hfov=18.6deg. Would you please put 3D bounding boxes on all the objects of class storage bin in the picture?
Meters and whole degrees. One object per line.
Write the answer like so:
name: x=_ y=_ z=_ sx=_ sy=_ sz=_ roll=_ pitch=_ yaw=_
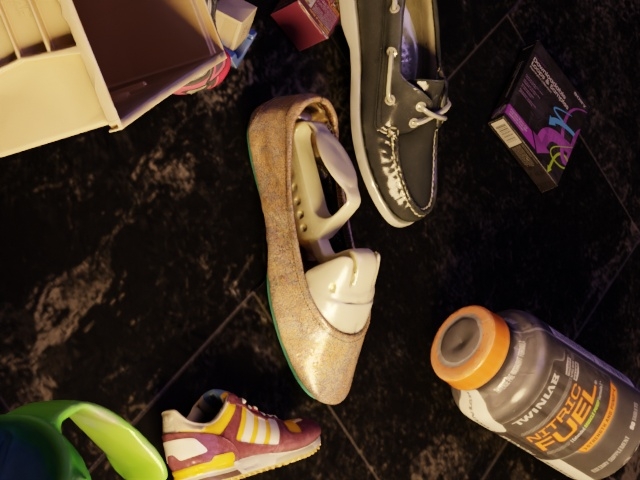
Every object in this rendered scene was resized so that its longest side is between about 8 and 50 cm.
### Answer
storage bin: x=-0.211 y=-0.223 z=1.556 sx=0.262 sy=0.123 sz=0.260 roll=-48 pitch=120 yaw=-67

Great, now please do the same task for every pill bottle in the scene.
pill bottle: x=0.228 y=0.157 z=2.095 sx=0.246 sy=0.130 sz=0.130 roll=32 pitch=51 yaw=-35

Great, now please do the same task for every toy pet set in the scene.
toy pet set: x=-0.120 y=-0.226 z=1.952 sx=0.114 sy=0.065 sz=0.122 roll=28 pitch=39 yaw=7

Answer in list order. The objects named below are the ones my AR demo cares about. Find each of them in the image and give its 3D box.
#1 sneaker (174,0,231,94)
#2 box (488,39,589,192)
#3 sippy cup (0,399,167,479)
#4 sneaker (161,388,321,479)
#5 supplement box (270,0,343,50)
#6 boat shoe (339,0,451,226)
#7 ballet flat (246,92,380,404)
sneaker: x=-0.160 y=-0.275 z=1.854 sx=0.112 sy=0.121 sz=0.299 roll=5 pitch=71 yaw=-36
box: x=0.266 y=-0.152 z=2.367 sx=0.116 sy=0.029 sz=0.162 roll=49 pitch=41 yaw=-21
sippy cup: x=-0.219 y=0.287 z=1.460 sx=0.224 sy=0.305 sz=0.240 roll=53 pitch=-4 yaw=-33
sneaker: x=-0.069 y=0.171 z=1.792 sx=0.185 sy=0.069 sz=0.084 roll=-13 pitch=88 yaw=-52
supplement box: x=-0.009 y=-0.250 z=2.085 sx=0.055 sy=0.043 sz=0.083 roll=52 pitch=41 yaw=-21
boat shoe: x=0.089 y=-0.166 z=2.088 sx=0.114 sy=0.091 sz=0.302 roll=-21 pitch=101 yaw=-57
ballet flat: x=0.000 y=0.000 z=1.925 sx=0.107 sy=0.106 sz=0.316 roll=-1 pitch=74 yaw=-49
